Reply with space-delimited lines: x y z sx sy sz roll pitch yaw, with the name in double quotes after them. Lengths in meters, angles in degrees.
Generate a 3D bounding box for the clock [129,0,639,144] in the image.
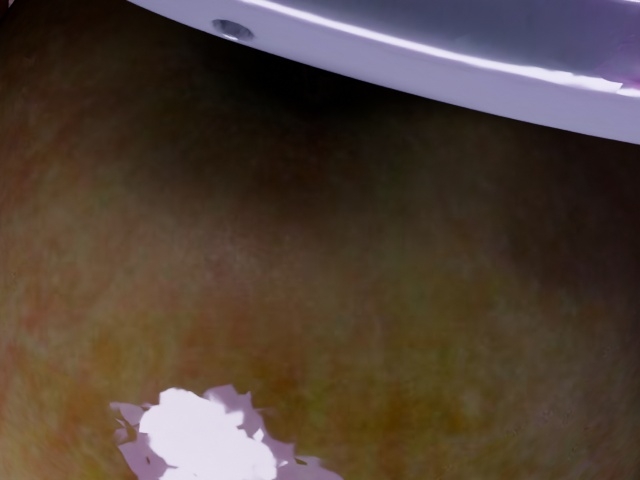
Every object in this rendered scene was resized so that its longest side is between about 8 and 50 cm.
0.040 -0.118 0.268 0.339 0.102 0.338 17 167 4 "clock"

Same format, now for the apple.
0.000 0.000 0.522 0.257 0.256 0.234 16 143 9 "apple"

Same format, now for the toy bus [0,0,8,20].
-0.268 -0.125 0.521 0.329 0.143 0.153 10 -156 25 "toy bus"
